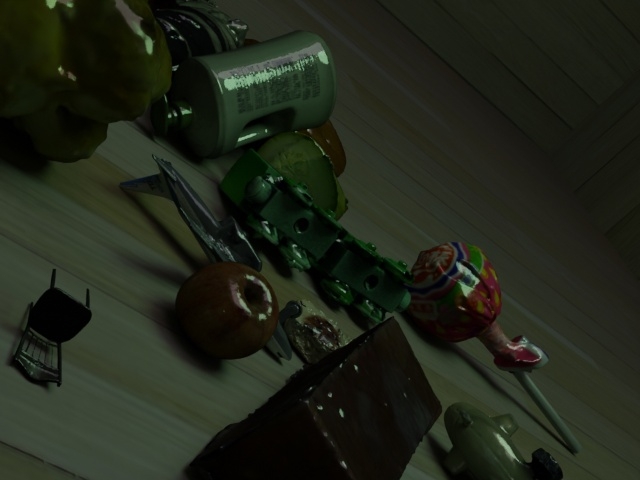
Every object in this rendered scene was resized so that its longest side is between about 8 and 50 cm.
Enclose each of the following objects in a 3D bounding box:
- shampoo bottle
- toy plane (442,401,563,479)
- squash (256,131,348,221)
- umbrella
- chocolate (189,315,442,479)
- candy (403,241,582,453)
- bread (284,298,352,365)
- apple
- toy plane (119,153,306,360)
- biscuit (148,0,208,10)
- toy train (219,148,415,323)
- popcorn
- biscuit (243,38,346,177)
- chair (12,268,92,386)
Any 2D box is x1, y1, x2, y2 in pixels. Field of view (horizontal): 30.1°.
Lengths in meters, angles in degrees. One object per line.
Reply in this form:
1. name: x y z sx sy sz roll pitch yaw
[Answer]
1. shampoo bottle: -0.091 -0.157 1.316 0.087 0.118 0.234 24 33 39
2. toy plane: 0.217 0.280 1.188 0.286 0.092 0.108 51 -8 21
3. squash: -0.006 -0.051 1.392 0.075 0.090 0.200 50 4 28
4. umbrella: -0.202 -0.211 1.302 0.113 0.106 0.357 40 23 12
5. chocolate: 0.014 0.155 0.950 0.112 0.112 0.321 57 16 2
6. candy: 0.236 0.151 1.523 0.365 0.124 0.124 51 14 -21
7. bread: 0.000 0.095 1.151 0.083 0.035 0.070 42 16 -4
8. apple: -0.077 0.059 0.982 0.084 0.071 0.084 27 42 -28
9. toy plane: -0.089 0.012 1.088 0.226 0.058 0.226 47 1 3
10. biscuit: -0.126 -0.422 1.435 0.166 0.395 0.342 53 20 3
11. toy train: 0.000 0.000 1.305 0.251 0.085 0.119 39 2 -34
12. popcorn: -0.232 -0.207 0.961 0.276 0.276 0.225 34 -15 -36
13. biscuit: -0.048 -0.161 1.528 0.220 0.066 0.220 50 15 -19
14. chair: -0.178 0.056 0.798 0.037 0.042 0.086 35 20 -23
